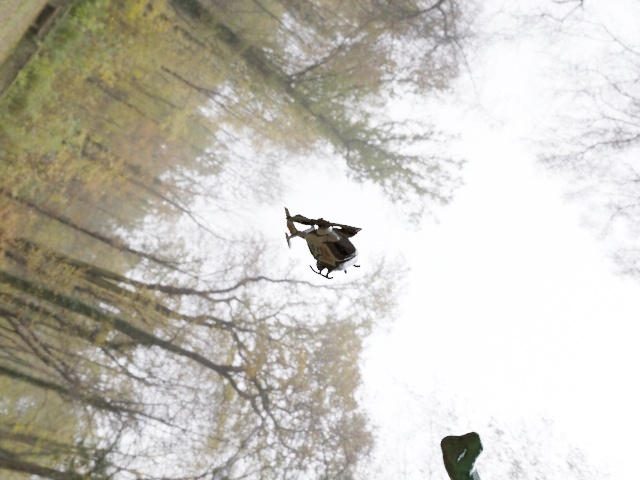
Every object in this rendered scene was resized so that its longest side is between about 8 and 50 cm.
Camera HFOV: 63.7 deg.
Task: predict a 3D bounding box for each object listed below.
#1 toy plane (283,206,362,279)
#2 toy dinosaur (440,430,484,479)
[{"bbox_3d":[0.000,0.001,0.740,0.054,0.078,0.197,-22,-157,-25],"label":"toy plane"},{"bbox_3d":[0.159,0.441,0.558,0.383,0.331,0.129,-52,180,2],"label":"toy dinosaur"}]
